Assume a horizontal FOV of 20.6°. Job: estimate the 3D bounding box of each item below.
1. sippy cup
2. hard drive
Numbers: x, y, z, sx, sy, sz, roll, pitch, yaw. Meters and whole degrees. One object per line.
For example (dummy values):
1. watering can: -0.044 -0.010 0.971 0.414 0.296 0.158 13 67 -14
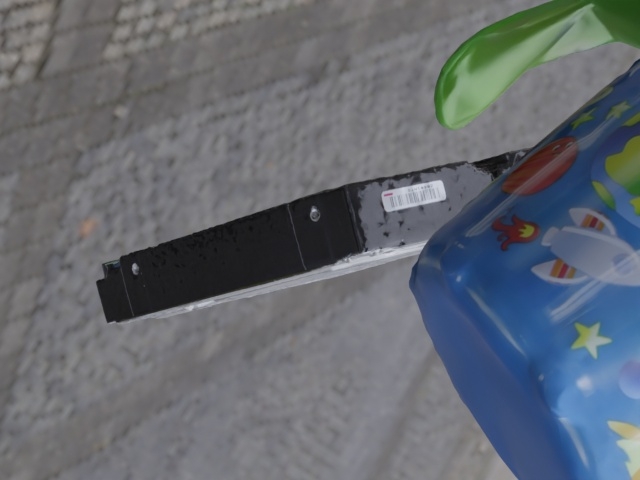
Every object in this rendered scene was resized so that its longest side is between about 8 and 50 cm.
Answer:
1. sippy cup: 0.175 0.020 0.842 0.224 0.305 0.240 -32 113 -10
2. hard drive: 0.000 0.000 1.463 0.237 0.339 0.064 -12 88 -43
